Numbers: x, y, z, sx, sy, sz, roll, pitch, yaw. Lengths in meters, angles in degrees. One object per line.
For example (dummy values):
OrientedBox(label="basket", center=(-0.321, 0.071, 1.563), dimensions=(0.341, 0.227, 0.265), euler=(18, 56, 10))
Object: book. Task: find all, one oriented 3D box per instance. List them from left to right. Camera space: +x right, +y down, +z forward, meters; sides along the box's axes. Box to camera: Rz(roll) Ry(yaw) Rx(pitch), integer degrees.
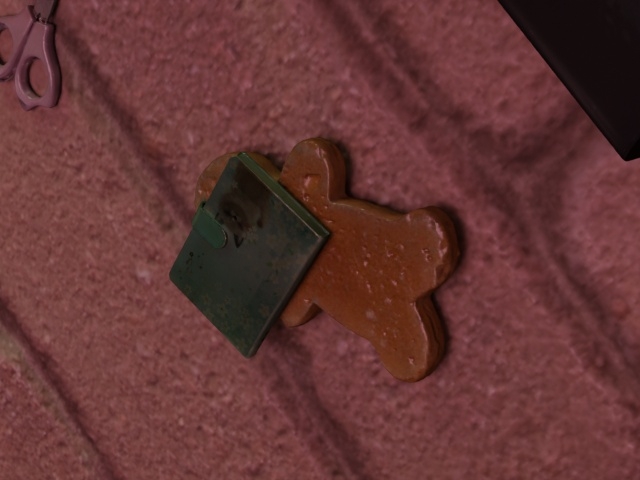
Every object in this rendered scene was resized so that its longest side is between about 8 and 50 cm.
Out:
OrientedBox(label="book", center=(-0.060, 0.010, 1.018), dimensions=(0.103, 0.017, 0.135), euler=(44, 126, 17))

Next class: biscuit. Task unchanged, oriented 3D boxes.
OrientedBox(label="biscuit", center=(0.000, 0.000, 0.998), dimensions=(0.234, 0.030, 0.153), euler=(24, 116, 31))

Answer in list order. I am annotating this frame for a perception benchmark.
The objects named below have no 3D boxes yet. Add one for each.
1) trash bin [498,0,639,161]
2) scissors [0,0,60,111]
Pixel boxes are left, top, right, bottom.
OrientedBox(label="trash bin", center=(0.174, -0.187, 0.763), dimensions=(0.225, 0.115, 0.165), euler=(52, 128, 18))
OrientedBox(label="scissors", center=(-0.234, -0.198, 1.133), dimensions=(0.100, 0.015, 0.189), euler=(44, 123, 18))
